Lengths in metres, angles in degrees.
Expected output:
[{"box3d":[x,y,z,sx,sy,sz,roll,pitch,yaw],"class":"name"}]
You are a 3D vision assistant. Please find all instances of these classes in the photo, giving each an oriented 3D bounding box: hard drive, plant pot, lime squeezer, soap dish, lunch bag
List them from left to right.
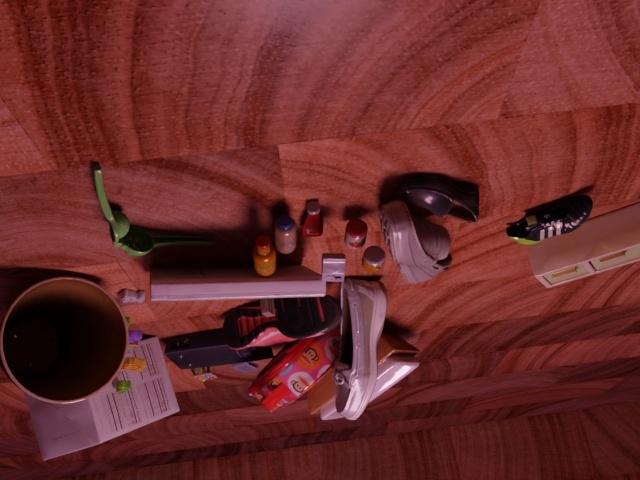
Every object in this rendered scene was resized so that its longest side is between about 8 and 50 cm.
[{"box3d":[-0.549,0.204,1.369,0.237,0.237,0.254,12,164,-35],"class":"plant pot"},{"box3d":[-0.305,-0.022,1.126,0.110,0.058,0.310,-17,152,19],"class":"lime squeezer"},{"box3d":[-0.257,0.278,1.752,0.255,0.054,0.172,-8,154,2],"class":"hard drive"},{"box3d":[-0.164,0.078,1.284,0.308,0.040,0.203,0,-175,-15],"class":"hard drive"},{"box3d":[-0.059,0.319,1.678,0.258,0.120,0.293,-43,177,-34],"class":"lunch bag"},{"box3d":[0.113,0.363,1.846,0.291,0.118,0.229,-40,156,14],"class":"soap dish"}]

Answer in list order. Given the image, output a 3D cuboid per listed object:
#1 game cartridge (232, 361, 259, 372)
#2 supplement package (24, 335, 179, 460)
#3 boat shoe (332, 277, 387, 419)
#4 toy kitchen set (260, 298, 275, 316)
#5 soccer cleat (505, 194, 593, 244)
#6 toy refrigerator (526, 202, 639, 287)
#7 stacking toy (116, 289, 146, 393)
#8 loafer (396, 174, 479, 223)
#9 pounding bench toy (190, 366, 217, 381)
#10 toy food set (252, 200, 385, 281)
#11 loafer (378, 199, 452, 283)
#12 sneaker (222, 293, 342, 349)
[{"box3d":[-0.223,0.371,1.998,0.056,0.017,0.083,-19,152,14],"class":"game cartridge"},{"box3d":[-0.515,0.366,1.607,0.199,0.198,0.263,-22,172,27],"class":"supplement package"},{"box3d":[0.071,0.243,1.527,0.103,0.320,0.118,8,-173,-19],"class":"boat shoe"},{"box3d":[-0.080,0.121,1.459,0.083,0.075,0.068,-16,154,15],"class":"toy kitchen set"},{"box3d":[0.438,-0.037,1.304,0.072,0.060,0.179,12,151,-32],"class":"soccer cleat"},{"box3d":[0.579,0.013,1.405,0.270,0.094,0.102,-21,152,25],"class":"toy refrigerator"},{"box3d":[-0.422,0.221,1.461,0.052,0.166,0.221,5,152,-25],"class":"stacking toy"},{"box3d":[0.208,-0.069,1.167,0.170,0.061,0.062,6,152,-25],"class":"loafer"},{"box3d":[-0.335,0.359,1.883,0.083,0.065,0.052,-12,154,10],"class":"pounding bench toy"},{"box3d":[0.000,0.000,1.188,0.232,0.111,0.104,2,153,-1],"class":"toy food set"},{"box3d":[0.182,-0.002,1.256,0.112,0.112,0.319,-19,160,10],"class":"loafer"},{"box3d":[-0.073,0.180,1.573,0.314,0.115,0.136,-14,166,30],"class":"sneaker"}]
